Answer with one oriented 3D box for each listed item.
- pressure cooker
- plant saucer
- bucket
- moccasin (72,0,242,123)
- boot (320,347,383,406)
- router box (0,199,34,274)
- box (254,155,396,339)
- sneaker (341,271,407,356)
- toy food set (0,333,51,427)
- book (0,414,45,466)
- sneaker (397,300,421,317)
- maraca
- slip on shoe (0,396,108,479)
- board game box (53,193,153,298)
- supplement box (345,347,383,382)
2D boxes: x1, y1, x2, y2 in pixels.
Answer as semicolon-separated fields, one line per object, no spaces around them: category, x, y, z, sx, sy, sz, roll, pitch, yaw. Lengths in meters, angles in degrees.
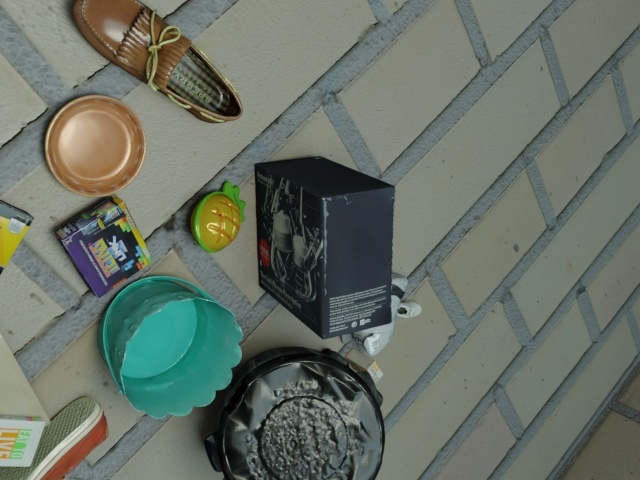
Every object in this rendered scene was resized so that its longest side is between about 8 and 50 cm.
pressure cooker;-0.054;0.428;1.661;0.370;0.420;0.375;22;83;-6
plant saucer;-0.440;-0.185;1.390;0.200;0.037;0.199;-13;112;-34
bucket;-0.329;0.218;1.518;0.281;0.183;0.281;-14;113;-35
moccasin;-0.302;-0.346;1.370;0.380;0.147;0.139;43;77;-39
boot;0.033;0.468;1.945;0.264;0.096;0.280;-54;129;-10
router box;-0.635;-0.028;1.283;0.179;0.046;0.133;32;84;-40
box;0.000;0.000;1.588;0.179;0.343;0.312;-9;110;-27
sneaker;0.079;0.198;1.860;0.366;0.137;0.210;-5;105;-41
toy food set;-0.673;0.308;1.353;0.220;0.092;0.306;-32;130;-27
book;-0.613;0.381;1.360;0.144;0.035;0.096;18;95;-45
sneaker;0.243;0.203;2.042;0.152;0.061;0.053;8;98;-41
maraca;-0.221;-0.052;1.573;0.185;0.099;0.127;-54;137;-45
slip on shoe;-0.573;0.469;1.460;0.331;0.123;0.101;-42;130;-25
board game box;-0.432;0.013;1.433;0.141;0.048;0.170;-39;137;-22
supplement box;0.121;0.345;1.968;0.036;0.098;0.062;-44;126;-18
